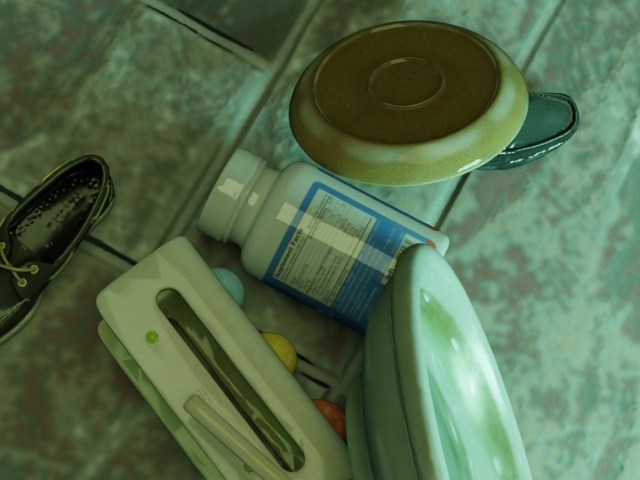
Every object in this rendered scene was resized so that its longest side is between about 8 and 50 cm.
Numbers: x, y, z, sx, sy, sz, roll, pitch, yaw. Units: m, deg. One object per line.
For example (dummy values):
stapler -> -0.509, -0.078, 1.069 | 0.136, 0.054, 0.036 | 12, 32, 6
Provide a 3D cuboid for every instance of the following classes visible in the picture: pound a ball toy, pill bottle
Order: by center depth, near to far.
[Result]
pound a ball toy -> -0.061, 0.143, 1.569 | 0.135, 0.208, 0.319 | -37, 81, -15
pill bottle -> 0.000, 0.000, 1.662 | 0.221, 0.124, 0.124 | 28, 73, 2

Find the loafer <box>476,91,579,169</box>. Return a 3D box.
loafer -> 0.156, -0.109, 1.735 | 0.223, 0.078, 0.076 | -11, 76, -10

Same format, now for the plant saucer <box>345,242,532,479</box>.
plant saucer -> 0.103, 0.205, 1.503 | 0.100, 0.400, 0.401 | -16, 75, 13

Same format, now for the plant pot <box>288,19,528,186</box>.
plant pot -> 0.084, -0.145, 1.699 | 0.236, 0.032, 0.236 | -5, 46, 5

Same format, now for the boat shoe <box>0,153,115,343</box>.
boat shoe -> -0.280, 0.009, 1.652 | 0.081, 0.069, 0.228 | 36, 73, 4
